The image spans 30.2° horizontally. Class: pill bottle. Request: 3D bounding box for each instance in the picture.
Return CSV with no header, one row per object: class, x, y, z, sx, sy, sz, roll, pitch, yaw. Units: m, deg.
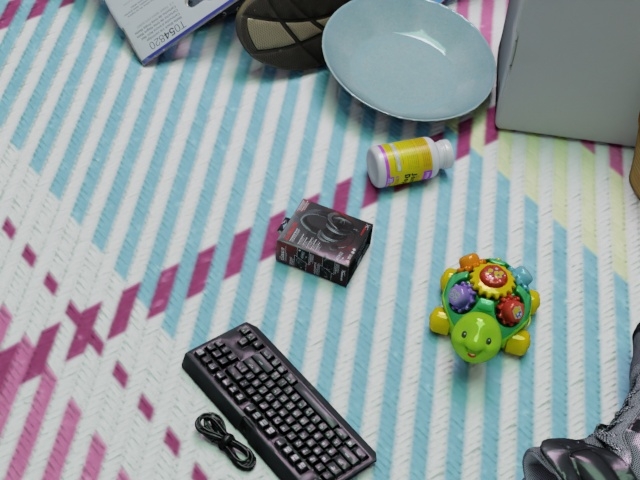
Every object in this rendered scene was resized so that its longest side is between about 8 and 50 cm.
pill bottle,0.092,-0.081,1.204,0.083,0.043,0.043,-11,50,-14

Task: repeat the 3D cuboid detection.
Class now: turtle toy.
turtle toy,0.148,0.062,1.064,0.095,0.066,0.130,15,48,9

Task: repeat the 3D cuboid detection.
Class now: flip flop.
flip flop,0.006,-0.283,1.350,0.080,0.112,0.277,14,45,43

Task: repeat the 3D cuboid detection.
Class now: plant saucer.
plant saucer,0.094,-0.192,1.299,0.195,0.037,0.195,6,52,-8

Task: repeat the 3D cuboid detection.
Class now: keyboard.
keyboard,-0.047,0.147,1.001,0.108,0.023,0.180,-30,56,-27

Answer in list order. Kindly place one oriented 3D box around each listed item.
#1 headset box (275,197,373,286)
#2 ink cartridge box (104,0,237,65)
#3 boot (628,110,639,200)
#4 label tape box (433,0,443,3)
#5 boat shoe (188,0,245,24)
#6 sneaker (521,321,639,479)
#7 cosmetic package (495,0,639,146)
headset box,0.000,0.000,1.131,0.083,0.032,0.062,22,50,13
ink cartridge box,-0.157,-0.341,1.320,0.223,0.045,0.224,-31,80,12
boot,0.388,-0.054,1.091,0.104,0.211,0.295,-16,51,-17
label tape box,0.185,-0.474,1.415,0.334,0.106,0.240,-39,55,6
boat shoe,-0.095,-0.286,1.376,0.142,0.040,0.049,-21,44,-22
sneaker,0.241,0.159,0.959,0.153,0.101,0.268,8,50,-1
cosmetic package,0.386,-0.214,1.236,0.385,0.217,0.156,11,47,2
